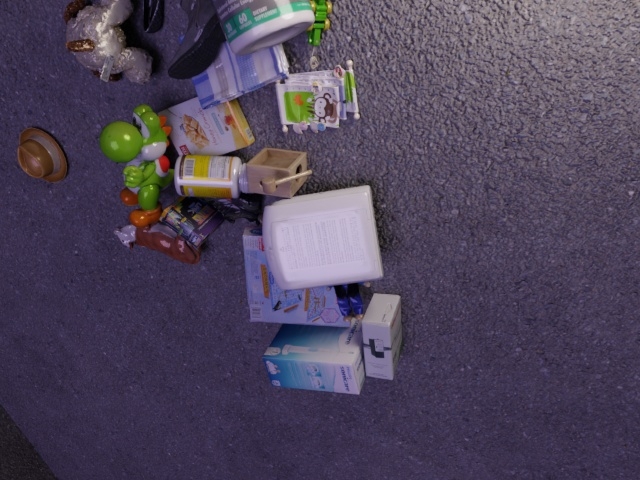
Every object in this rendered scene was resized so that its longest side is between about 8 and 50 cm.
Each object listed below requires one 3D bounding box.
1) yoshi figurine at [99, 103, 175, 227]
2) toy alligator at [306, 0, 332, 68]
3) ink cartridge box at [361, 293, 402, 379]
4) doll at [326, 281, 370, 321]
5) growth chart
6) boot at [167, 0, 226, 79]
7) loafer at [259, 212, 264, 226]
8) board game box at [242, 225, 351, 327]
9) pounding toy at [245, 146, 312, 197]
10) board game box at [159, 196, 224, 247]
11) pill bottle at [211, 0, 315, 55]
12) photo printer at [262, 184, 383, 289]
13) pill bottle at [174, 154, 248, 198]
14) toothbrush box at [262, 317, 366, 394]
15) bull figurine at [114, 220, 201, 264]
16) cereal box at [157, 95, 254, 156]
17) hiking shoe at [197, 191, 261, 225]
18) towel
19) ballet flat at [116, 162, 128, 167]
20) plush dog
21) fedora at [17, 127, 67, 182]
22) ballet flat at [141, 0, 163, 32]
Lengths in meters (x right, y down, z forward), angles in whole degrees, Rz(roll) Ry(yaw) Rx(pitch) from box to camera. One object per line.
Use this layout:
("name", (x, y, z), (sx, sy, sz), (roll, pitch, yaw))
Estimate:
("yoshi figurine", (-0.532, -0.210, 1.586), (0.203, 0.203, 0.362), (18, 134, 1))
("toy alligator", (-0.016, -0.508, 1.342), (0.051, 0.056, 0.189), (51, 142, 42))
("ink cartridge box", (0.187, 0.283, 1.684), (0.087, 0.153, 0.208), (5, 120, 19))
("doll", (0.081, 0.141, 1.628), (0.129, 0.046, 0.189), (-11, 114, 12))
("growth chart", (-0.010, -0.358, 1.449), (0.237, 0.021, 0.172), (-3, 120, 25))
("boot", (-0.311, -0.532, 1.413), (0.246, 0.083, 0.161), (-36, 69, 30))
("loafer", (-0.120, -0.031, 1.680), (0.050, 0.056, 0.148), (-30, 116, 32))
("board game box", (-0.061, 0.111, 1.690), (0.318, 0.066, 0.318), (3, 122, 4))
("pounding toy", (-0.104, -0.157, 1.497), (0.181, 0.206, 0.094), (10, 123, 17))
("board game box", (-0.373, -0.072, 1.685), (0.141, 0.170, 0.048), (36, 125, -3))
("pill bottle", (-0.167, -0.610, 1.225), (0.204, 0.204, 0.361), (-17, 102, 30))
("photo printer", (0.000, 0.000, 1.517), (0.307, 0.107, 0.256), (-9, 99, 10))
("pill bottle", (-0.291, -0.178, 1.586), (0.215, 0.117, 0.117), (3, 123, 0))
("toothbrush box", (0.003, 0.347, 1.762), (0.295, 0.216, 0.126), (-2, 120, 23))
("bull figurine", (-0.515, -0.028, 1.815), (0.310, 0.101, 0.188), (19, 124, 12))
("cereal box", (-0.321, -0.319, 1.586), (0.240, 0.047, 0.173), (-13, 114, 28))
("hiking shoe", (-0.285, -0.103, 1.682), (0.227, 0.086, 0.114), (16, 125, 15))
("towel", (-0.223, -0.469, 1.428), (0.285, 0.034, 0.209), (-14, 97, 28))
("ballet flat", (-0.541, -0.287, 1.698), (0.068, 0.072, 0.213), (28, 133, -30))
("plush dog", (-0.597, -0.523, 1.505), (0.225, 0.210, 0.262), (14, 128, 49))
("fedora", (-0.928, -0.268, 1.852), (0.194, 0.079, 0.194), (11, 123, 17))
("ballet flat", (-0.432, -0.617, 1.445), (0.057, 0.049, 0.173), (14, 124, 13))
